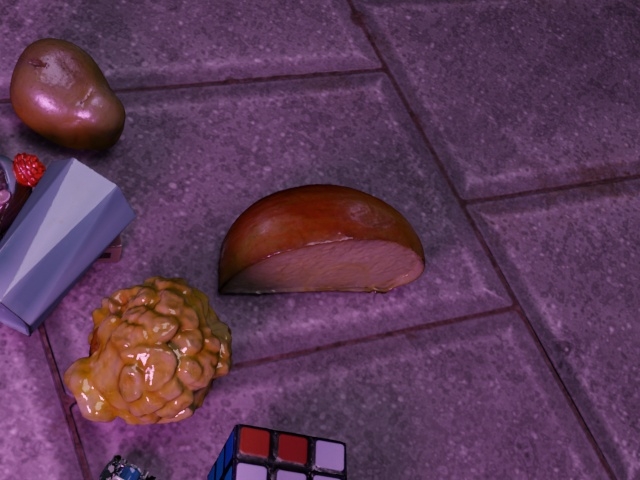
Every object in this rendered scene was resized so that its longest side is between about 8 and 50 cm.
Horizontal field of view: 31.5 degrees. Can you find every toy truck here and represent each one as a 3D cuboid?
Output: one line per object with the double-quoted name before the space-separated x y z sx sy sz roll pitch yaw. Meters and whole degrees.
"toy truck" -0.271 0.353 1.472 0.080 0.078 0.154 27 50 0

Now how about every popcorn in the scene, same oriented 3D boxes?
"popcorn" -0.236 0.153 1.564 0.217 0.181 0.235 -30 30 1

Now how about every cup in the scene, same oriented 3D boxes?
"cup" -0.386 0.015 1.625 0.148 0.134 0.235 29 68 1

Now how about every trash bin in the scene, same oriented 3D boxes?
"trash bin" -0.356 0.001 1.735 0.092 0.043 0.061 -3 56 -20

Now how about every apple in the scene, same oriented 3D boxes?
"apple" 0.000 0.000 1.826 0.346 0.254 0.179 0 96 -22

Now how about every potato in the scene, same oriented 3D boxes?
"potato" -0.400 -0.228 1.824 0.194 0.157 0.157 33 49 0

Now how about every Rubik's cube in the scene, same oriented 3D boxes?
"Rubik's cube" -0.060 0.357 1.500 0.163 0.160 0.162 13 50 -13

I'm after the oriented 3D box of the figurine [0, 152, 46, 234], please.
"figurine" -0.500 -0.025 1.641 0.138 0.110 0.245 4 50 25
